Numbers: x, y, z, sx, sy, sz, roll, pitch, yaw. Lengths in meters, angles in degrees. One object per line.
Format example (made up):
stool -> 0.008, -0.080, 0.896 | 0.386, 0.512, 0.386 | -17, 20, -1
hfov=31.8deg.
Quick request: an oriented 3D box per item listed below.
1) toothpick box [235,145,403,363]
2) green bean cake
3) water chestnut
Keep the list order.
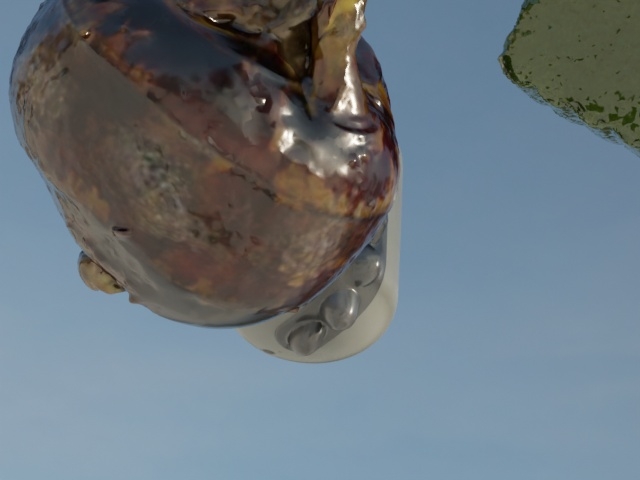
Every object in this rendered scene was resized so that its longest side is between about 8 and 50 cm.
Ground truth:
toothpick box -> 0.000, 0.000, 1.316 | 0.229, 0.316, 0.229 | 2, -43, 2
green bean cake -> 0.335, -0.213, 1.103 | 0.247, 0.249, 0.156 | 31, 10, 23
water chestnut -> -0.054, -0.074, 0.637 | 0.224, 0.223, 0.238 | 25, -61, -12
